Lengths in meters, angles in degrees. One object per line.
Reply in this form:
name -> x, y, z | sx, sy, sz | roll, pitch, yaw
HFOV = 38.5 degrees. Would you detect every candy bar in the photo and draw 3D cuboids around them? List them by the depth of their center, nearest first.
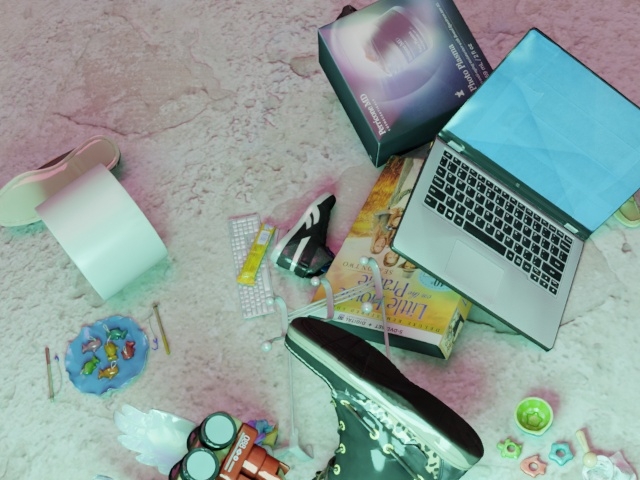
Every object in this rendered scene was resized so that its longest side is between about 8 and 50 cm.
candy bar -> -0.133, 0.026, 1.942 | 0.040, 0.018, 0.161 | 14, 57, 12

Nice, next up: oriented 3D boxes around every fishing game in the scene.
fishing game -> -0.443, 0.232, 1.878 | 0.264, 0.041, 0.189 | -19, 52, 0

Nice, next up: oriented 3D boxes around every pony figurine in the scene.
pony figurine -> -0.211, 0.455, 1.563 | 0.351, 0.303, 0.363 | 14, 51, -16

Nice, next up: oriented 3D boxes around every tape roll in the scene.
tape roll -> -0.458, -0.017, 1.923 | 0.169, 0.246, 0.246 | -37, 56, -13

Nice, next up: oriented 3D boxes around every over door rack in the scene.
over door rack -> 0.020, 0.208, 1.668 | 0.240, 0.108, 0.324 | -23, 62, 25

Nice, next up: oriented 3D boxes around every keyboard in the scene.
keyboard -> -0.148, 0.052, 1.943 | 0.072, 0.014, 0.256 | -15, 55, 3

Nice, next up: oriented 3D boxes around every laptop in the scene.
laptop -> 0.396, -0.082, 1.653 | 0.382, 0.236, 0.408 | 32, 63, -15

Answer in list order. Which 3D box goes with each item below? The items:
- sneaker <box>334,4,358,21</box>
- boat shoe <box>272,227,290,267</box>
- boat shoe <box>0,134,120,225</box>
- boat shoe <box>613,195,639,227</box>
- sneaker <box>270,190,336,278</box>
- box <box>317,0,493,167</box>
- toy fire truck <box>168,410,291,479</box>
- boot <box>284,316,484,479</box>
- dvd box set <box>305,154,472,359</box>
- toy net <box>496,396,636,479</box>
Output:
sneaker -> 0.100, -0.435, 2.180 | 0.106, 0.101, 0.267 | -39, 58, 22
boat shoe -> -0.080, 0.015, 1.940 | 0.035, 0.035, 0.100 | -5, 49, 13
boat shoe -> -0.610, -0.136, 2.130 | 0.324, 0.097, 0.116 | -34, 96, -6
boat shoe -> 0.601, -0.086, 1.837 | 0.050, 0.045, 0.135 | -22, 55, -1
sneaker -> 0.000, 0.000, 1.916 | 0.121, 0.079, 0.217 | 34, 57, 8
box -> 0.185, -0.364, 1.986 | 0.294, 0.183, 0.296 | -27, 78, -3
toy fire truck -> -0.123, 0.416, 1.422 | 0.246, 0.158, 0.217 | 30, 60, -6
boot -> 0.047, 0.332, 1.528 | 0.377, 0.138, 0.284 | 35, 110, 9
dvd box set -> 0.189, 0.017, 1.820 | 0.308, 0.062, 0.420 | 11, 59, 35
toy net -> 0.425, 0.370, 1.573 | 0.232, 0.045, 0.122 | 28, 67, 27
